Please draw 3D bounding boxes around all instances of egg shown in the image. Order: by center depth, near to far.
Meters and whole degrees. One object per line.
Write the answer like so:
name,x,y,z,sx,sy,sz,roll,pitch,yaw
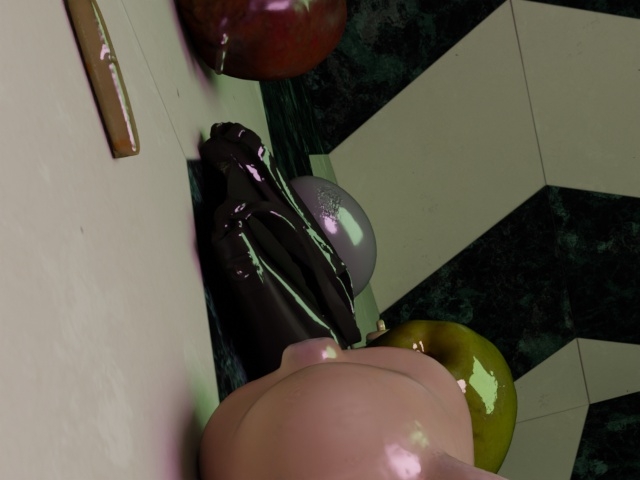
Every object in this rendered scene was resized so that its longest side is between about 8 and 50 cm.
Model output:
egg,0.000,0.000,1.370,0.146,0.146,0.198,-96,162,-62

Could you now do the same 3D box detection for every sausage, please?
sausage,-0.161,-0.126,0.739,0.024,0.024,0.132,-67,142,-81

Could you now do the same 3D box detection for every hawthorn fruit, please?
hawthorn fruit,-0.078,-0.282,1.233,0.248,0.208,0.208,-60,139,-49

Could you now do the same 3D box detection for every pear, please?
pear,0.153,0.253,1.402,0.307,0.253,0.253,80,-1,-48

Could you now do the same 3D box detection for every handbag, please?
handbag,-0.048,0.019,1.069,0.285,0.114,0.257,-97,163,-57

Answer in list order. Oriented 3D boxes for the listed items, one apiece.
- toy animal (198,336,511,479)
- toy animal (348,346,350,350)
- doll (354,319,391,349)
toy animal,0.024,0.233,0.733,0.269,0.237,0.326,113,-35,-81
toy animal,0.027,0.200,1.106,0.251,0.125,0.127,-95,-162,-68
doll,0.166,0.327,2.157,0.271,0.144,0.208,-107,-173,-49
